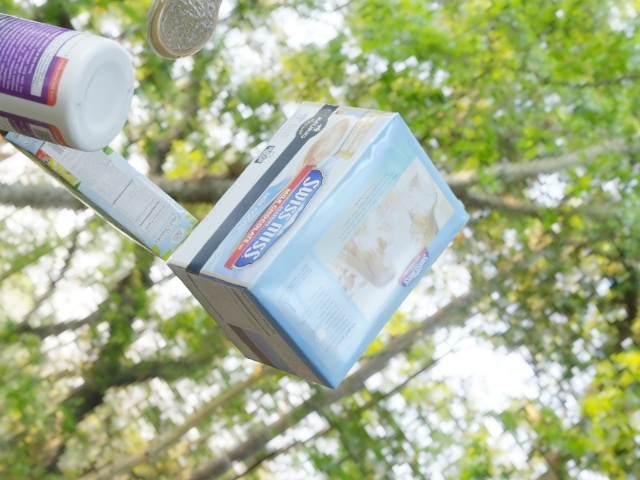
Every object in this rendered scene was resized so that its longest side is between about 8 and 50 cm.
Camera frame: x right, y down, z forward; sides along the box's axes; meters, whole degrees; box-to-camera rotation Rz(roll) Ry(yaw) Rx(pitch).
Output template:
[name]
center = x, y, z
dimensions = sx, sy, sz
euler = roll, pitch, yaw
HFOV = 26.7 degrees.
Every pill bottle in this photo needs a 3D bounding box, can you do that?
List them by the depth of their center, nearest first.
[pill bottle]
center = -0.284, -0.156, 1.279
dimensions = 0.193, 0.108, 0.108
euler = 16, -35, 22

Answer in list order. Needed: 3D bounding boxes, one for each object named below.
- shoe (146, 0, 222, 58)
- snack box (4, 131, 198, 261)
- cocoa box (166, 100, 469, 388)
[shoe]
center = -0.166, -0.281, 1.660
dimensions = 0.058, 0.219, 0.076
euler = -27, -65, 34
[snack box]
center = -0.266, -0.074, 1.626
dimensions = 0.207, 0.070, 0.174
euler = 40, -7, -25
[cocoa box]
center = 0.000, 0.000, 1.969
dimensions = 0.228, 0.347, 0.231
euler = 13, -32, 52
